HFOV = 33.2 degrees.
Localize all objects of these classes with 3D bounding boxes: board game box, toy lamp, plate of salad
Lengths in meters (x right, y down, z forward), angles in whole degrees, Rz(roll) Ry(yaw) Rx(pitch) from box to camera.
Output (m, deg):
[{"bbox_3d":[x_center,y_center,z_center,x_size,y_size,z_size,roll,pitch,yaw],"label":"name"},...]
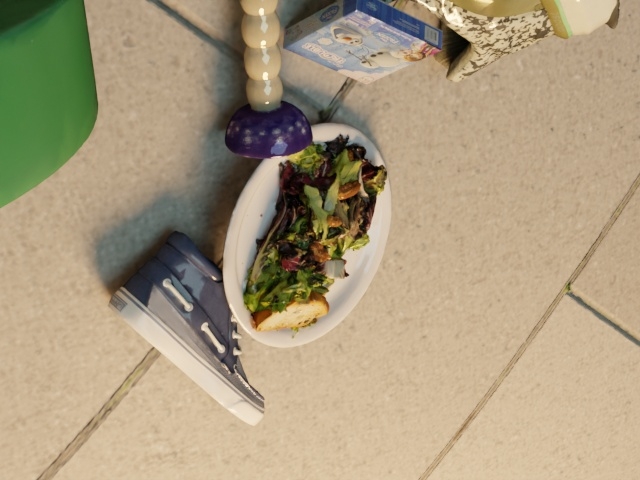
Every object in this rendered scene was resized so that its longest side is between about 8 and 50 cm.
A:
[{"bbox_3d":[0.033,-0.158,0.844,0.090,0.090,0.020,17,70,-36],"label":"board game box"},{"bbox_3d":[-0.048,-0.196,0.777,0.080,0.080,0.275,-18,122,-25],"label":"toy lamp"},{"bbox_3d":[0.000,0.000,0.910,0.200,0.048,0.200,-20,120,-39],"label":"plate of salad"}]

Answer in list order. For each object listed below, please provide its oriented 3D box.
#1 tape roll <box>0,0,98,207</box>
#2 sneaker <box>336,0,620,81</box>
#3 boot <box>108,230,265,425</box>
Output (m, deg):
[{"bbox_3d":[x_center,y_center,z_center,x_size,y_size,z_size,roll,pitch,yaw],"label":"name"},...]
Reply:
[{"bbox_3d":[-0.275,-0.082,0.526,0.321,0.321,0.077,-18,123,-25],"label":"tape roll"},{"bbox_3d":[0.072,-0.240,0.792,0.182,0.158,0.410,-38,136,15],"label":"sneaker"},{"bbox_3d":[-0.087,0.078,0.902,0.086,0.069,0.190,-49,130,-9],"label":"boot"}]
